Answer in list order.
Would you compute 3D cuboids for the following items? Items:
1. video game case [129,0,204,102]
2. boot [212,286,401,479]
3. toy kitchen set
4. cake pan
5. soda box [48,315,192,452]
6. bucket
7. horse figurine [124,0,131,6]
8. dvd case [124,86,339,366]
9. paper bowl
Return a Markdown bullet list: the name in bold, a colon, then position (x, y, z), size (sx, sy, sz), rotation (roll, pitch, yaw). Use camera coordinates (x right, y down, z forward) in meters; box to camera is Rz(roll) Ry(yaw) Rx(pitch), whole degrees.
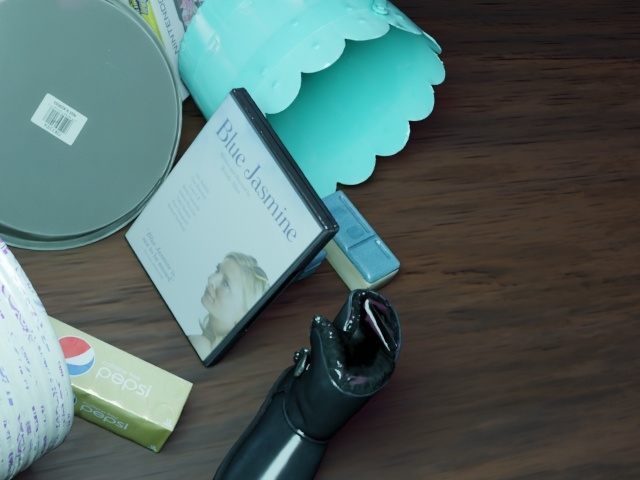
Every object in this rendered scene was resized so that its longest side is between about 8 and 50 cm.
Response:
- **video game case**: position (-0.140, -0.340, 1.481), size (0.035, 0.248, 0.275), rotation (8, 41, 30)
- **boot**: position (-0.016, 0.179, 1.195), size (0.094, 0.207, 0.246), rotation (30, 51, -4)
- **toy kitchen set**: position (0.000, 0.000, 1.349), size (0.207, 0.166, 0.122), rotation (-27, 72, -36)
- **cake pan**: position (-0.278, -0.132, 1.279), size (0.293, 0.054, 0.293), rotation (-3, 98, -24)
- **soda box**: position (-0.224, 0.141, 1.221), size (0.181, 0.058, 0.061), rotation (26, 51, -6)
- **bucket**: position (-0.016, -0.190, 1.410), size (0.281, 0.281, 0.183), rotation (-19, 60, -33)
- **horse figurine**: position (-0.248, -0.293, 1.424), size (0.066, 0.263, 0.174), rotation (-1, 89, 10)
- **dvd case**: position (-0.099, -0.008, 1.256), size (0.022, 0.253, 0.180), rotation (-15, 65, -47)
- **paper bowl**: position (-0.352, 0.092, 1.049), size (0.148, 0.284, 0.284), rotation (-32, 75, -36)
